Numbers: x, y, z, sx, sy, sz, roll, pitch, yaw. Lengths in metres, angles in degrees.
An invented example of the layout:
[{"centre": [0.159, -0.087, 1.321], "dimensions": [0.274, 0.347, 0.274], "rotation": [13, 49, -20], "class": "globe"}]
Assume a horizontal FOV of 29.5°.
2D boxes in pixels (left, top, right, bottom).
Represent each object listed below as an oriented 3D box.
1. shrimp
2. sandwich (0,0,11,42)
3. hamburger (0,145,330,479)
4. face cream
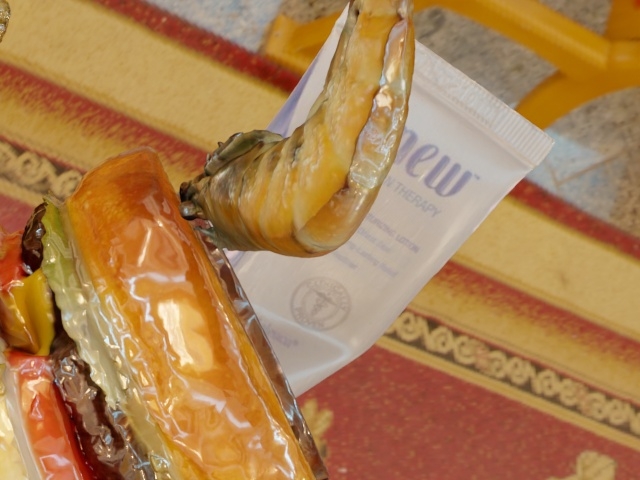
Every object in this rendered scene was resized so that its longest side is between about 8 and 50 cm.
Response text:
[{"centre": [-0.011, -0.085, 0.617], "dimensions": [0.051, 0.262, 0.198], "rotation": [17, 80, -20], "class": "shrimp"}, {"centre": [-0.432, -0.220, 1.051], "dimensions": [0.251, 0.226, 0.087], "rotation": [-7, 110, -67], "class": "sandwich"}, {"centre": [-0.155, 0.113, 0.849], "dimensions": [0.250, 0.330, 0.330], "rotation": [-27, 93, -6], "class": "hamburger"}, {"centre": [0.000, 0.000, 1.159], "dimensions": [0.235, 0.137, 0.420], "rotation": [33, 110, -15], "class": "face cream"}]
